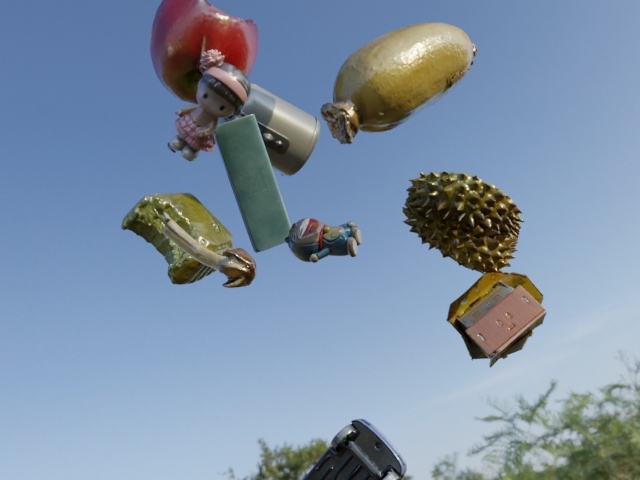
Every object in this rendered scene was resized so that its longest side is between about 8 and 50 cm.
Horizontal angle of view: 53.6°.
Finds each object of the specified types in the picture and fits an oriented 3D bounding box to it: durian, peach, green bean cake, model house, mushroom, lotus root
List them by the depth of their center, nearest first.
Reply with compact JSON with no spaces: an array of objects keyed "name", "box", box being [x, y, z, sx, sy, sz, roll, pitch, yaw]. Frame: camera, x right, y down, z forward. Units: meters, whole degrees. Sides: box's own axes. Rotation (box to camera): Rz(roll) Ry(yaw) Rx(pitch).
[{"name":"lotus root","box":[0.120,-0.255,0.975,0.303,0.130,0.146,-34,-2,-24]},{"name":"mushroom","box":[-0.182,0.015,0.988,0.060,0.187,0.061,-67,-15,16]},{"name":"peach","box":[-0.200,-0.355,1.106,0.190,0.226,0.196,-3,-32,12]},{"name":"durian","box":[0.295,-0.047,1.257,0.261,0.153,0.186,11,-50,0]},{"name":"model house","box":[0.412,0.176,1.348,0.219,0.136,0.207,-37,-65,-3]},{"name":"green bean cake","box":[-0.358,-0.015,1.628,0.124,0.236,0.233,-48,-8,20]}]

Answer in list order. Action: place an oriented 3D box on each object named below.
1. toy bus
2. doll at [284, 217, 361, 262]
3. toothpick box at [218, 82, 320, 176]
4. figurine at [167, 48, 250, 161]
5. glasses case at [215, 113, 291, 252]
[{"name":"toy bus","box":[0.034,0.446,1.100,0.292,0.125,0.133,-53,-27,10]},{"name":"doll","box":[0.000,0.000,1.218,0.152,0.114,0.085,3,-49,23]},{"name":"toothpick box","box":[-0.178,-0.350,1.957,0.317,0.229,0.229,26,-47,-23]},{"name":"figurine","box":[-0.135,-0.158,0.752,0.129,0.072,0.054,-50,-1,24]},{"name":"glasses case","box":[-0.128,-0.117,1.281,0.105,0.265,0.056,-28,16,-38]}]
